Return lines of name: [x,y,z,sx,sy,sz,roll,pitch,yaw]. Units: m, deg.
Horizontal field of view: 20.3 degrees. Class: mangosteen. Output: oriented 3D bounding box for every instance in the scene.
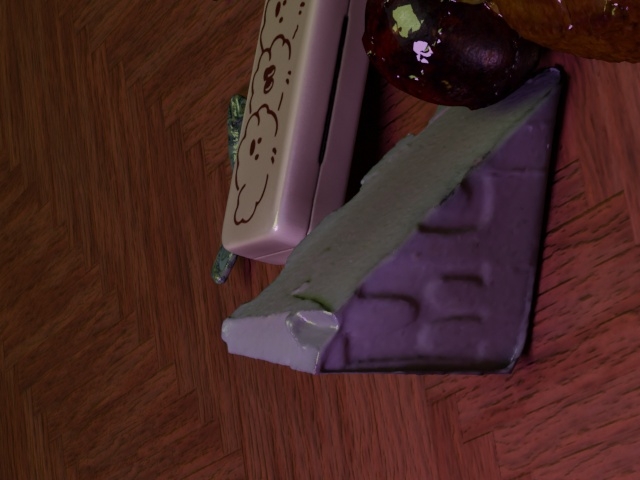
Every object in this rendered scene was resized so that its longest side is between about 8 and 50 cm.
mangosteen: [0.127,-0.206,1.596,0.180,0.166,0.166,110,146,-43]

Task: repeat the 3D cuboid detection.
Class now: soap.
soap: [0.067,-0.021,1.626,0.159,0.258,0.302,16,102,60]

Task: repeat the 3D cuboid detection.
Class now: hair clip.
hair clip: [-0.100,-0.060,2.130,0.066,0.036,0.229,0,82,55]

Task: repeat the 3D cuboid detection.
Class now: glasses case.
glasses case: [-0.019,-0.147,1.883,0.144,0.076,0.336,-16,61,60]

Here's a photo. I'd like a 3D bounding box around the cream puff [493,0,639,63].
cream puff: [0.262,-0.275,1.359,0.303,0.212,0.303,-29,55,52]
